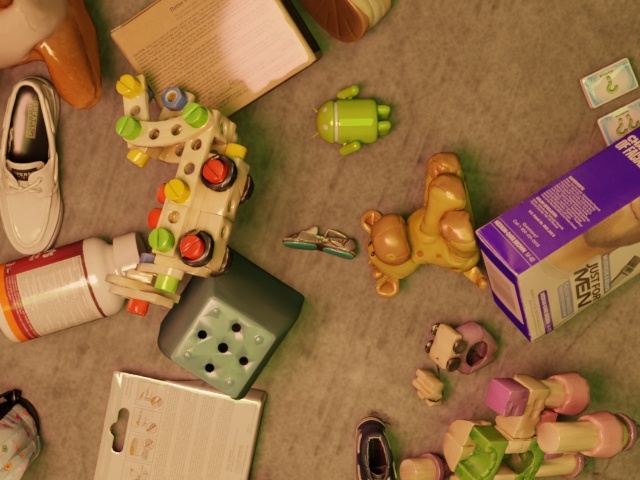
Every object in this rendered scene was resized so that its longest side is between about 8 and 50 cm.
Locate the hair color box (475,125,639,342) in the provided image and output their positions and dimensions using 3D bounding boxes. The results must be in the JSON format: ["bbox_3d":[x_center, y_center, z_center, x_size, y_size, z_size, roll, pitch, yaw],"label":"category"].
[{"bbox_3d":[0.400,-0.019,1.489,0.339,0.110,0.185,-34,141,-6],"label":"hair color box"}]

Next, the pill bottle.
[{"bbox_3d":[-0.362,0.065,1.537,0.221,0.121,0.121,-17,98,-1],"label":"pill bottle"}]

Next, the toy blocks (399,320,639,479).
[{"bbox_3d":[0.315,0.311,1.573,0.260,0.309,0.289,4,113,-35],"label":"toy blocks"}]

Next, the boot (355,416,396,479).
[{"bbox_3d":[0.085,0.374,1.613,0.069,0.086,0.190,-10,98,0],"label":"boot"}]

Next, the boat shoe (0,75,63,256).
[{"bbox_3d":[-0.425,-0.105,1.528,0.096,0.088,0.267,8,98,-3],"label":"boat shoe"}]

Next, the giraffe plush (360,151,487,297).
[{"bbox_3d":[0.144,-0.008,1.542,0.170,0.181,0.210,-13,134,11],"label":"giraffe plush"}]

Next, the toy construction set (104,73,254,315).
[{"bbox_3d":[-0.202,-0.051,1.396,0.215,0.151,0.328,11,94,24],"label":"toy construction set"}]

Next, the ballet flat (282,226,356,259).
[{"bbox_3d":[0.000,0.000,1.586,0.114,0.041,0.041,11,98,-4],"label":"ballet flat"}]

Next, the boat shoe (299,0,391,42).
[{"bbox_3d":[-0.022,-0.422,1.498,0.302,0.109,0.098,46,58,-3],"label":"boat shoe"}]

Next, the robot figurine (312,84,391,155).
[{"bbox_3d":[0.045,-0.176,1.543,0.115,0.067,0.101,-1,81,-1],"label":"robot figurine"}]

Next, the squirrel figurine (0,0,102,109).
[{"bbox_3d":[-0.537,-0.336,1.430,0.370,0.281,0.397,-17,67,21],"label":"squirrel figurine"}]

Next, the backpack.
[{"bbox_3d":[-0.488,0.315,1.540,0.152,0.182,0.115,-44,97,4],"label":"backpack"}]

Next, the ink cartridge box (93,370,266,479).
[{"bbox_3d":[-0.215,0.305,1.617,0.232,0.066,0.189,13,98,5],"label":"ink cartridge box"}]

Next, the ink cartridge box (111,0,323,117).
[{"bbox_3d":[-0.145,-0.280,1.491,0.234,0.088,0.193,-30,97,16],"label":"ink cartridge box"}]

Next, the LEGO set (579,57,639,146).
[{"bbox_3d":[0.536,-0.209,1.560,0.244,0.060,0.182,-25,102,2],"label":"LEGO set"}]

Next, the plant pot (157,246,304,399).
[{"bbox_3d":[-0.132,0.128,1.497,0.165,0.234,0.165,33,96,-7],"label":"plant pot"}]
